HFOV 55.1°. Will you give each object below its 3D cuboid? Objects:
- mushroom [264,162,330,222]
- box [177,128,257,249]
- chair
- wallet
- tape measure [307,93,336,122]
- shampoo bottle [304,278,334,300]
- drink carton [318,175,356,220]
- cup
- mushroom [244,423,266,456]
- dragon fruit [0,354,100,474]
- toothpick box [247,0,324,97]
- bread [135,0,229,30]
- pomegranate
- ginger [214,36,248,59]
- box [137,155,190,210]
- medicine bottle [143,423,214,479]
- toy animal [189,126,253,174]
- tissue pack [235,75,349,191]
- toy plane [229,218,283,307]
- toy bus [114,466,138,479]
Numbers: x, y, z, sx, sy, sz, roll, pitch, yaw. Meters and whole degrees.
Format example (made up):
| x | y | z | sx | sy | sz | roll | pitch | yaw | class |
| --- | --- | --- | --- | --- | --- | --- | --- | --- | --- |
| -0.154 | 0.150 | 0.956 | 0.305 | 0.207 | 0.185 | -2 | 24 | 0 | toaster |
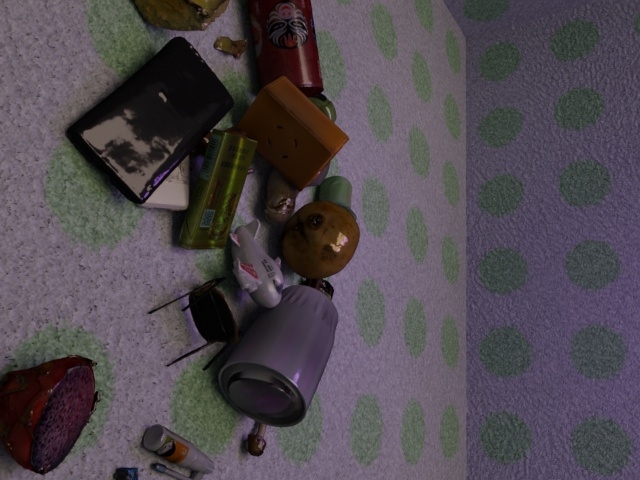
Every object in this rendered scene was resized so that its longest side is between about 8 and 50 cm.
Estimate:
| x | y | z | sx | sy | sz | roll | pitch | yaw | class |
| --- | --- | --- | --- | --- | --- | --- | --- | --- | --- |
| -0.082 | -0.195 | 1.980 | 0.397 | 0.126 | 0.177 | -48 | 133 | -55 | mushroom |
| -0.265 | -0.127 | 1.602 | 0.173 | 0.043 | 0.311 | -2 | 112 | -67 | box |
| -0.285 | 0.195 | 1.550 | 0.247 | 0.172 | 0.158 | -31 | 110 | -49 | chair |
| -0.388 | -0.297 | 1.474 | 0.228 | 0.062 | 0.406 | 51 | 53 | -24 | wallet |
| -0.024 | -0.427 | 2.096 | 0.087 | 0.154 | 0.177 | -60 | 138 | -52 | tape measure |
| -0.036 | 0.280 | 1.995 | 0.129 | 0.084 | 0.323 | 47 | 47 | -41 | shampoo bottle |
| 0.054 | -0.143 | 2.178 | 0.146 | 0.144 | 0.142 | 47 | 41 | -45 | drink carton |
| -0.099 | 0.318 | 1.729 | 0.253 | 0.253 | 0.371 | 66 | 33 | -26 | cup |
| -0.176 | 0.530 | 1.761 | 0.187 | 0.061 | 0.060 | -80 | 160 | -46 | mushroom |
| -0.537 | 0.311 | 1.151 | 0.223 | 0.148 | 0.218 | -70 | 171 | -51 | dragon fruit |
| -0.111 | -0.626 | 1.939 | 0.204 | 0.204 | 0.333 | -12 | 96 | -58 | toothpick box |
| -0.371 | -0.650 | 1.570 | 0.262 | 0.163 | 0.204 | 41 | 48 | -18 | bread |
| 0.000 | 0.000 | 1.932 | 0.260 | 0.260 | 0.260 | 17 | 70 | -56 | pomegranate |
| -0.261 | -0.580 | 1.840 | 0.137 | 0.044 | 0.057 | -23 | 86 | -59 | ginger |
| -0.393 | -0.219 | 1.528 | 0.142 | 0.044 | 0.285 | 4 | 81 | -41 | box |
| -0.343 | 0.526 | 1.482 | 0.092 | 0.061 | 0.220 | -54 | 134 | -16 | medicine bottle |
| -0.290 | -0.255 | 1.699 | 0.312 | 0.097 | 0.157 | 3 | 72 | -57 | toy animal |
| -0.080 | -0.321 | 1.823 | 0.274 | 0.194 | 0.145 | 43 | 45 | -3 | tissue pack |
| -0.178 | 0.071 | 1.727 | 0.252 | 0.118 | 0.252 | 51 | 22 | -30 | toy plane |
| -0.426 | 0.543 | 1.354 | 0.046 | 0.038 | 0.083 | 13 | 74 | -62 | toy bus |
